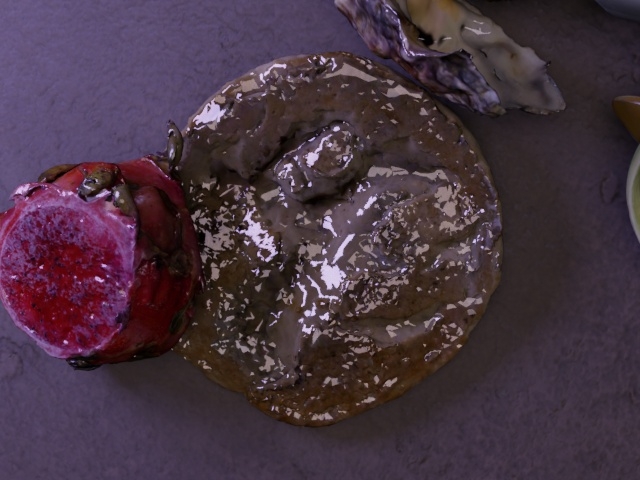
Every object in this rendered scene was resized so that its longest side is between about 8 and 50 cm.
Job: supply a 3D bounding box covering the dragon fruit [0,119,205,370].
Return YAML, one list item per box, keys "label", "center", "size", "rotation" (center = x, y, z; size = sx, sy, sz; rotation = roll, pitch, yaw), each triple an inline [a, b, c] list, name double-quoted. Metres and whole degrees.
- label: "dragon fruit"
  center: [-0.228, 0.012, 1.274]
  size: [0.211, 0.147, 0.282]
  rotation: [36, 116, 27]

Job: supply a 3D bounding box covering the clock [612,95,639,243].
- label: "clock"
  center: [0.420, -0.031, 1.219]
  size: [0.348, 0.286, 0.117]
  rotation: [47, 57, 5]

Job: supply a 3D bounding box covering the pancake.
- label: "pancake"
  center: [0.000, -0.001, 1.331]
  size: [0.387, 0.082, 0.387]
  rotation: [1, 99, 6]

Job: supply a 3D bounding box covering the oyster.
- label: "oyster"
  center: [0.099, -0.209, 1.276]
  size: [0.275, 0.271, 0.100]
  rotation: [28, 106, -35]

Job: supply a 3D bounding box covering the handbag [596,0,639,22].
- label: "handbag"
  center: [0.400, -0.234, 1.199]
  size: [0.315, 0.241, 0.109]
  rotation: [21, 97, 27]
